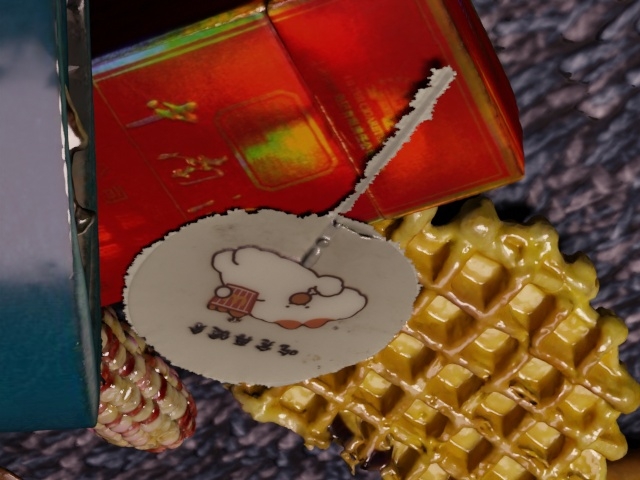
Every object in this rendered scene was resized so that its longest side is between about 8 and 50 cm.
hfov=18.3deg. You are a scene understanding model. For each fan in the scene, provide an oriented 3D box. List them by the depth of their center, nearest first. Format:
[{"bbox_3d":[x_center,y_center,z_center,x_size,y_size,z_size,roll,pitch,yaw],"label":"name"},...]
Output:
[{"bbox_3d":[0.000,0.001,1.219,0.191,0.009,0.329,17,137,-24],"label":"fan"}]

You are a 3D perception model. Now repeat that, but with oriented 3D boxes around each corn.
[{"bbox_3d":[-0.182,0.068,1.347,0.092,0.092,0.280,-22,139,19],"label":"corn"}]

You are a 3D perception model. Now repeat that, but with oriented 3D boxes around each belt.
[{"bbox_3d":[-0.189,-0.118,0.953,0.173,0.300,0.436,0,105,-6],"label":"belt"}]

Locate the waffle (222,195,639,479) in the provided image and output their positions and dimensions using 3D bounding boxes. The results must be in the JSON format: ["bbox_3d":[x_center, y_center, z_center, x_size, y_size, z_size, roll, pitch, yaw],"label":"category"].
[{"bbox_3d":[0.076,0.092,1.374,0.283,0.065,0.309,-8,118,7],"label":"waffle"}]

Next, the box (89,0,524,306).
[{"bbox_3d":[-0.056,-0.080,1.194,0.313,0.089,0.197,-18,135,14],"label":"box"}]

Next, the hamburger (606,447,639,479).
[{"bbox_3d":[0.229,0.284,1.557,0.314,0.170,0.290,23,135,-28],"label":"hamburger"}]

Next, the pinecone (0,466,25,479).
[{"bbox_3d":[-0.332,0.191,1.399,0.229,0.201,0.202,22,107,14],"label":"pinecone"}]
